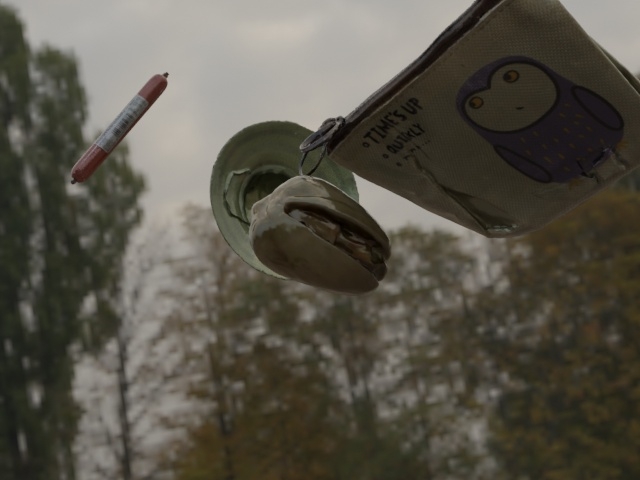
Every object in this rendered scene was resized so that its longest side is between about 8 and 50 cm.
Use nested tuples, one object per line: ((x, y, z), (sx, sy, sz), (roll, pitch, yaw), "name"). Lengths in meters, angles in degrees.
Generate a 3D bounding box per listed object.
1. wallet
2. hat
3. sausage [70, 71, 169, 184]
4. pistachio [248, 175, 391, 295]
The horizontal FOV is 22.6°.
((0.169, -0.109, 1.596), (0.275, 0.068, 0.335), (29, -43, -23), "wallet")
((-0.071, -0.048, 2.408), (0.252, 0.252, 0.110), (-4, -13, -30), "hat")
((-0.294, -0.166, 2.358), (0.223, 0.029, 0.029), (-51, -2, -16), "sausage")
((0.000, 0.000, 1.611), (0.149, 0.113, 0.113), (36, -23, -7), "pistachio")
